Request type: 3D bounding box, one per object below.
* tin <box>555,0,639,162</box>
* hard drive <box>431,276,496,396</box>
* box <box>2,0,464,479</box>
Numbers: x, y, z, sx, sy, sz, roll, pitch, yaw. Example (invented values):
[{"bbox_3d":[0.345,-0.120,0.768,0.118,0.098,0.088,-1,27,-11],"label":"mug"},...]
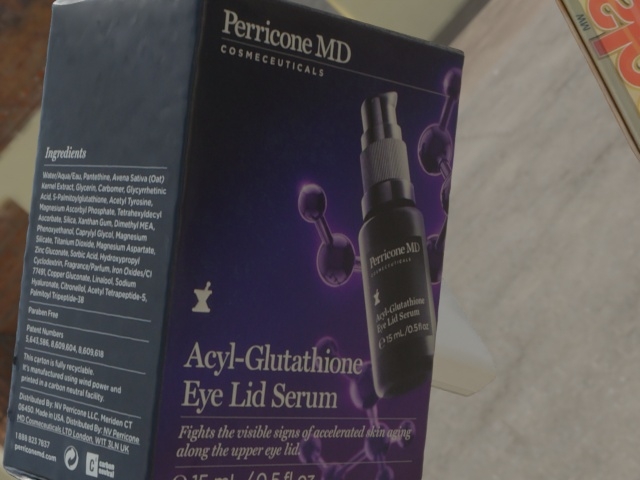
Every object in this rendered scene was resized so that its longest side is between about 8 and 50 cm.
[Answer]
[{"bbox_3d":[0.116,-0.073,0.350,0.106,0.040,0.189,-24,55,11],"label":"tin"},{"bbox_3d":[0.000,0.000,0.917,0.040,0.203,0.307,-39,-29,17],"label":"hard drive"},{"bbox_3d":[-0.035,0.006,0.568,0.108,0.153,0.207,5,90,47],"label":"box"}]
